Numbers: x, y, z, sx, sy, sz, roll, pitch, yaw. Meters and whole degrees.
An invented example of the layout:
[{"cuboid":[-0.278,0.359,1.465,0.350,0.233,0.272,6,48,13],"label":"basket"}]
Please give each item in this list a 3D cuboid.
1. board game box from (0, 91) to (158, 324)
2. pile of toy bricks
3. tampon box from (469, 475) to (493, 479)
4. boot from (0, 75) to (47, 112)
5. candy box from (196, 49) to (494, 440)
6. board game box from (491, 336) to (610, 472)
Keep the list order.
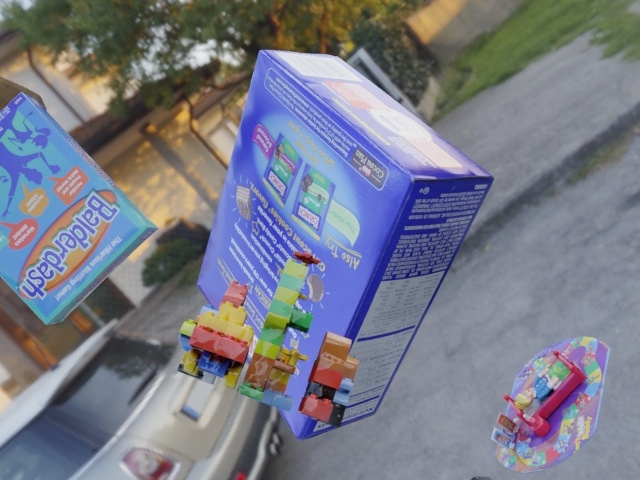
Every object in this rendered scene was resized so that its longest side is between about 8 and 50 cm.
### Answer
[{"cuboid":[-0.315,-0.035,0.797,0.160,0.210,0.047,-44,-1,0],"label":"board game box"},{"cuboid":[-0.030,0.058,0.487,0.212,0.118,0.105,119,171,-76],"label":"pile of toy bricks"},{"cuboid":[0.176,0.375,0.820,0.161,0.120,0.101,-47,-29,3],"label":"tampon box"},{"cuboid":[-0.523,-0.185,0.942,0.112,0.305,0.115,8,85,56],"label":"boot"},{"cuboid":[0.000,0.000,0.755,0.122,0.268,0.317,-4,-52,-38],"label":"candy box"},{"cuboid":[0.235,0.162,0.749,0.133,0.033,0.168,-35,21,50],"label":"board game box"}]
